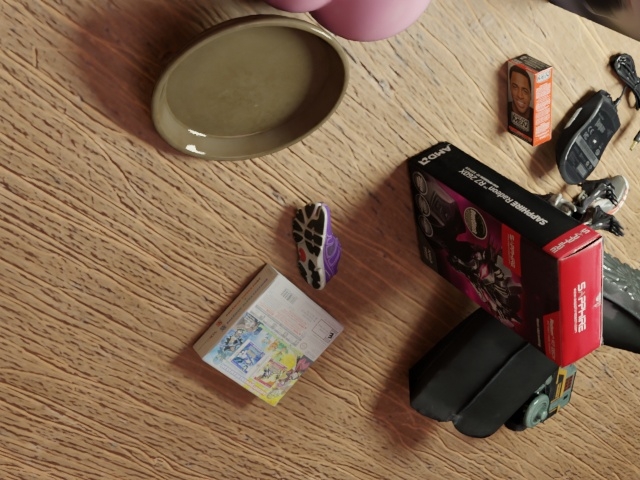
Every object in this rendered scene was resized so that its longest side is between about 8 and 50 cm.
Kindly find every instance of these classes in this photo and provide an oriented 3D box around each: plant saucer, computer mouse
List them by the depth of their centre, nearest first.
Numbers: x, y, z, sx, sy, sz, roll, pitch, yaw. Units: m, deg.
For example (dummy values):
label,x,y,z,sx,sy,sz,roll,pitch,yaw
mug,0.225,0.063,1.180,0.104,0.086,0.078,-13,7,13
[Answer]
label,x,y,z,sx,sy,sz,roll,pitch,yaw
plant saucer,-0.098,-0.209,1.405,0.278,0.041,0.277,-14,148,-9
computer mouse,0.525,-0.203,1.918,0.184,0.060,0.262,36,82,-40

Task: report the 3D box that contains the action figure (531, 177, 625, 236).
label,x,y,z,sx,sy,sz,roll,pitch,yaw
action figure,0.425,-0.023,1.889,0.276,0.141,0.164,-19,119,-15

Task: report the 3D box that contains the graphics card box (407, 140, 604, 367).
label,x,y,z,sx,sy,sz,roll,pitch,yaw
graphics card box,0.295,0.015,1.672,0.094,0.371,0.232,-29,132,-19

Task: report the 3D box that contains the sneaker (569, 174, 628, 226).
label,x,y,z,sx,sy,sz,roll,pitch,yaw
sneaker,0.534,-0.074,2.005,0.158,0.061,0.065,-47,128,-2

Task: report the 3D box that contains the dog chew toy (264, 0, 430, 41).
label,x,y,z,sx,sy,sz,roll,pitch,yaw
dog chew toy,-0.009,-0.378,1.331,0.332,0.206,0.206,8,113,-30

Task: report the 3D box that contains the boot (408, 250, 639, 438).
label,x,y,z,sx,sy,sz,roll,pitch,yaw
boot,0.424,0.226,1.882,0.367,0.146,0.445,34,118,-6

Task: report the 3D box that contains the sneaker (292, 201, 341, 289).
label,x,y,z,sx,sy,sz,roll,pitch,yaw
sneaker,0.000,0.000,1.675,0.071,0.068,0.169,-36,143,-32

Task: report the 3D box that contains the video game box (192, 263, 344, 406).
label,x,y,z,sx,sy,sz,roll,pitch,yaw
video game box,-0.083,0.161,1.716,0.187,0.048,0.205,-49,134,-2

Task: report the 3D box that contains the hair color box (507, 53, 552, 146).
label,x,y,z,sx,sy,sz,roll,pitch,yaw
hair color box,0.358,-0.239,1.761,0.043,0.072,0.141,-24,128,-22

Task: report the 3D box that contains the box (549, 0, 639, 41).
label,x,y,z,sx,sy,sz,roll,pitch,yaw
box,0.459,-0.470,1.534,0.183,0.294,0.296,-42,133,-7

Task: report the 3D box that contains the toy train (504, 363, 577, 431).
label,x,y,z,sx,sy,sz,roll,pitch,yaw
toy train,0.443,0.231,2.090,0.190,0.142,0.333,-24,128,-38
